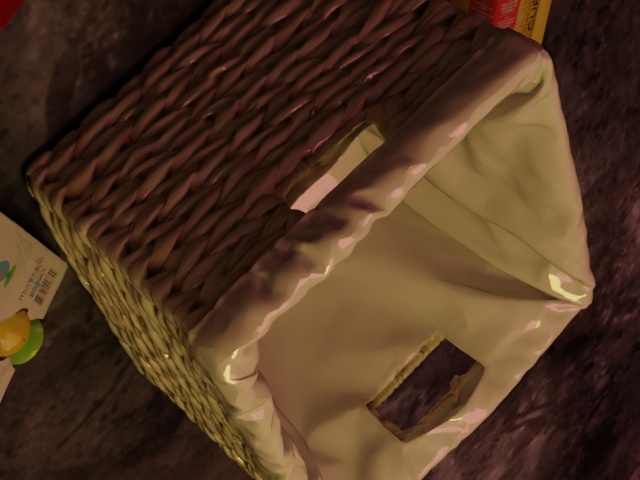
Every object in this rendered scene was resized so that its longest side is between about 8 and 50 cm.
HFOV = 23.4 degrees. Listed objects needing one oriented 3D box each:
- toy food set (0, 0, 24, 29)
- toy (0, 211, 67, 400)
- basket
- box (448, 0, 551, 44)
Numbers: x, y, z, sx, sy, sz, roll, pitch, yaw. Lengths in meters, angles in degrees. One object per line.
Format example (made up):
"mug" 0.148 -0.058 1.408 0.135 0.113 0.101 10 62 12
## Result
"toy food set" -0.236 -0.185 0.910 0.111 0.104 0.232 52 57 -42
"toy" -0.267 0.035 1.066 0.137 0.056 0.237 -65 155 -11
"basket" 0.000 0.000 1.184 0.328 0.266 0.331 -44 146 -15
"box" 0.161 -0.212 1.383 0.087 0.058 0.232 -24 136 -39
